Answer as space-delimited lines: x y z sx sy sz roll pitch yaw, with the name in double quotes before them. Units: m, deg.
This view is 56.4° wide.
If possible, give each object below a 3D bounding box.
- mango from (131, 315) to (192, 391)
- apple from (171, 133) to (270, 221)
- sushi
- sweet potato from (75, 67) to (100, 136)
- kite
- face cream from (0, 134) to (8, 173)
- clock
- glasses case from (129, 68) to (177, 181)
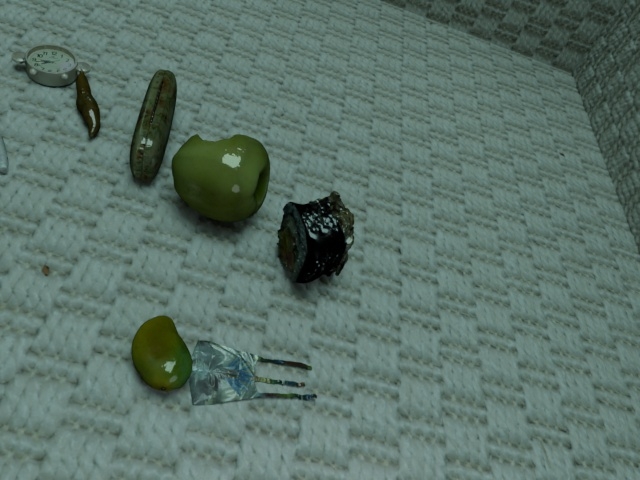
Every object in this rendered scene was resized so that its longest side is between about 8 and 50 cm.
"mango" -0.364 0.258 1.352 0.122 0.085 0.191 -21 51 -26
"apple" -0.270 -0.177 1.669 0.279 0.279 0.279 13 46 -13
"sushi" 0.005 -0.001 1.653 0.219 0.238 0.225 -5 70 -35
"sweet potato" -0.717 -0.422 1.828 0.067 0.067 0.274 -7 58 -29
"kite" -0.163 0.316 1.433 0.310 0.015 0.169 6 47 -19
"face cream" -0.864 -0.233 1.609 0.034 0.034 0.130 -10 55 -32
"clock" -0.852 -0.552 1.893 0.229 0.063 0.155 3 51 -19
"glasses case" -0.499 -0.354 1.798 0.098 0.156 0.425 10 47 -13
